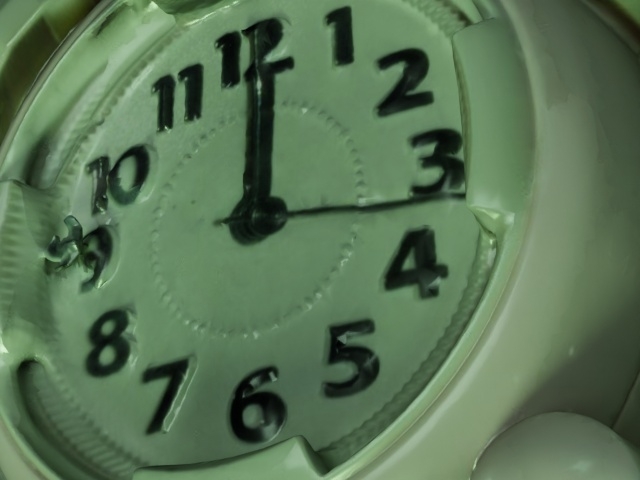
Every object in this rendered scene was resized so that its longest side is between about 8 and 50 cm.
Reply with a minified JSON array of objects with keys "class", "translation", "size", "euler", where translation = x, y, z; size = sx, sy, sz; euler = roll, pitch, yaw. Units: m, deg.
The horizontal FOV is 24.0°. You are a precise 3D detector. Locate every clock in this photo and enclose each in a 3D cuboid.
[{"class":"clock","translation":[0.000,0.000,0.612],"size":[0.342,0.184,0.325],"euler":[-14,68,22]}]
